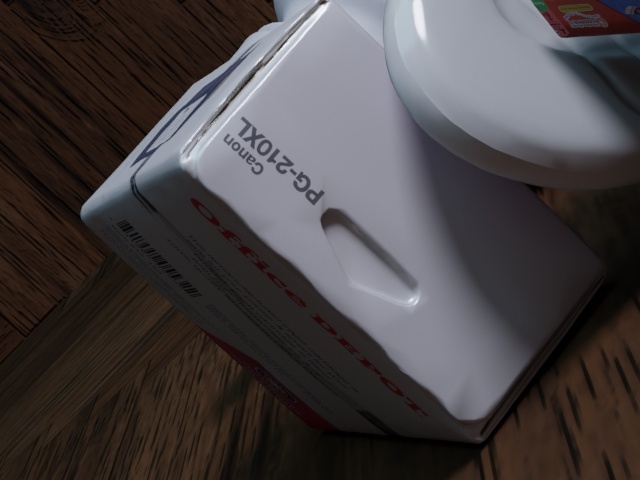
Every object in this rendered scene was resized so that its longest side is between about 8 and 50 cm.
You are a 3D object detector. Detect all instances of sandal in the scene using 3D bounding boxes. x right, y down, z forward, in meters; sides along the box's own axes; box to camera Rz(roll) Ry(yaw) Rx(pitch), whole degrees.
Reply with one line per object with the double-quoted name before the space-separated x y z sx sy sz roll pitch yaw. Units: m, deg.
"sandal" 0.149 -0.138 0.869 0.416 0.169 0.102 -53 -6 -42

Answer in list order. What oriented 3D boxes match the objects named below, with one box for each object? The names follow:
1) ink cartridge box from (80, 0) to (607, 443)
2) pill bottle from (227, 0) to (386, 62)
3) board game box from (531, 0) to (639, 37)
"ink cartridge box" 0.000 0.000 0.857 0.100 0.172 0.237 -50 10 -14
"pill bottle" 0.095 -0.158 1.047 0.334 0.188 0.188 -50 10 -19
"board game box" 0.208 -0.135 0.639 0.281 0.027 0.145 5 54 53
